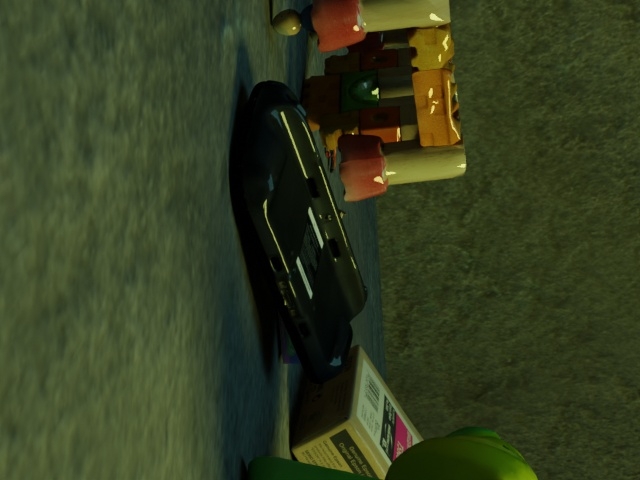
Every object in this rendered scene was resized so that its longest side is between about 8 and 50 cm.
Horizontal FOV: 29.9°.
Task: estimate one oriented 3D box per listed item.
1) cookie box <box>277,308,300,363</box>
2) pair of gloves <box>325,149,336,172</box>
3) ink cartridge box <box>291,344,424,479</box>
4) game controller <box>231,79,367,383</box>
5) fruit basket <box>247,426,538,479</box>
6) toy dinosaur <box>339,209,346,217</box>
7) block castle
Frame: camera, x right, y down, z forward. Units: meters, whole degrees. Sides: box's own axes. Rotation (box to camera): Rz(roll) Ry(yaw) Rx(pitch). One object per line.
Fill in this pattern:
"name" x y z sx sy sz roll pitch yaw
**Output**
"cookie box" -0.022 0.086 1.374 0.107 0.040 0.091 -55 141 -81
"pair of gloves" 0.016 -0.157 1.983 0.083 0.010 0.074 71 19 -62
"ink cartridge box" 0.058 0.266 1.508 0.193 0.088 0.234 56 14 -13
"game controller" -0.022 -0.001 1.204 0.319 0.067 0.166 69 32 -42
"fruit basket" 0.124 0.292 1.143 0.283 0.392 0.392 81 9 -48
"toy dinosaur" 0.000 0.000 1.663 0.183 0.053 0.092 -36 139 -74
"block castle" 0.064 -0.283 1.564 0.453 0.213 0.303 -88 169 -53
